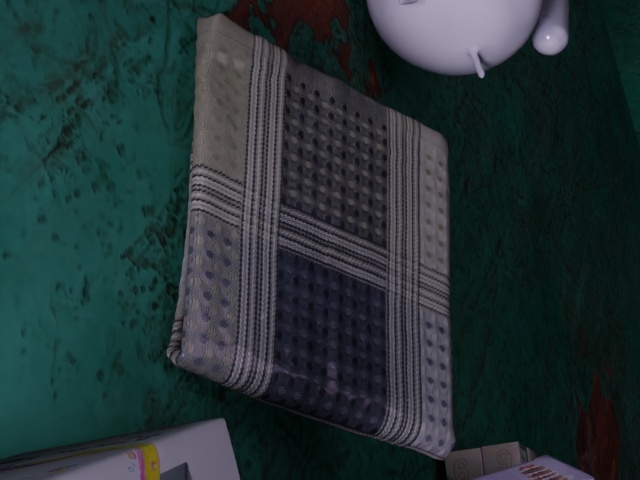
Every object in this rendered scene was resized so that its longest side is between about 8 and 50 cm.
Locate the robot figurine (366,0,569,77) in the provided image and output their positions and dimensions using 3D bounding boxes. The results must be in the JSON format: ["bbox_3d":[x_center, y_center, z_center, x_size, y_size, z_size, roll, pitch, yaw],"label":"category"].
[{"bbox_3d":[0.163,-0.325,1.543,0.300,0.200,0.353,29,42,-10],"label":"robot figurine"}]

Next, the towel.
[{"bbox_3d":[0.000,0.000,1.149,0.312,0.056,0.324,24,57,-37],"label":"towel"}]

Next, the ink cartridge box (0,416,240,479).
[{"bbox_3d":[-0.152,0.162,0.693,0.212,0.154,0.093,-5,83,-65],"label":"ink cartridge box"}]

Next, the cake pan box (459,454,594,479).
[{"bbox_3d":[0.109,0.326,1.106,0.267,0.070,0.246,-9,105,-33],"label":"cake pan box"}]

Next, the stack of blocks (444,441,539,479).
[{"bbox_3d":[0.200,0.373,1.438,0.171,0.087,0.297,42,40,-62],"label":"stack of blocks"}]
